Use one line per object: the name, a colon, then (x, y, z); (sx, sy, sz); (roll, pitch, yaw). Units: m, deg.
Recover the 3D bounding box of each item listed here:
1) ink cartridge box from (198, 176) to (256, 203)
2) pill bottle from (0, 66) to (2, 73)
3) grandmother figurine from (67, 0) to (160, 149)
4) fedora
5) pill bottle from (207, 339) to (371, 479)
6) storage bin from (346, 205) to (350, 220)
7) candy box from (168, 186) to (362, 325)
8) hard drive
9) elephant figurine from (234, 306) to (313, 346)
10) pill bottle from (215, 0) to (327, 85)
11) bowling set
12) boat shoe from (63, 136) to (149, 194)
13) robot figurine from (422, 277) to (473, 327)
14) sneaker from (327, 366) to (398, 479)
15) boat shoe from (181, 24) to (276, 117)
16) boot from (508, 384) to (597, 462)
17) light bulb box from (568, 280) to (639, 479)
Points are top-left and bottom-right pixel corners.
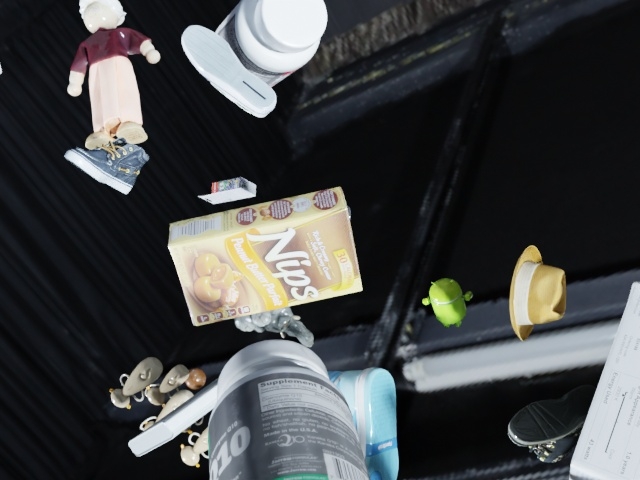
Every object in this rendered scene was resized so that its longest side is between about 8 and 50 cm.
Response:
ink cartridge box: (-0.208, -0.111, 1.854); (0.115, 0.063, 0.029); (-9, -108, 26)
pill bottle: (-0.690, -0.338, 1.591); (0.137, 0.078, 0.078); (-21, -159, -19)
grandmother figurine: (-0.428, -0.360, 1.697); (0.208, 0.342, 0.104); (-14, 163, 1)
fedora: (0.421, 0.102, 1.580); (0.079, 0.194, 0.194); (3, -138, 31)
pill bottle: (-0.045, 0.296, 1.101); (0.204, 0.204, 0.361); (-31, -155, 5)
storage bin: (0.000, 0.000, 1.882); (0.084, 0.180, 0.122); (4, -168, -20)
candy box: (-0.096, 0.030, 1.499); (0.317, 0.182, 0.087); (-12, -147, 1)
hard drive: (-0.246, 0.340, 1.776); (0.307, 0.040, 0.203); (-33, 178, -41)
elephant figurine: (-0.133, 0.169, 2.053); (0.170, 0.239, 0.186); (-14, -110, 11)
pill bottle: (-0.103, -0.416, 1.690); (0.176, 0.176, 0.318); (-42, -168, -17)
bowling set: (-0.350, 0.408, 2.042); (0.154, 0.287, 0.200); (-44, 176, 12)
boat shoe: (-0.353, -0.140, 1.384); (0.083, 0.065, 0.183); (-58, 164, -1)
robot figurine: (0.266, 0.128, 1.738); (0.101, 0.115, 0.067); (-7, -144, 20)
sneaker: (0.053, 0.425, 1.774); (0.208, 0.127, 0.318); (-2, -99, 40)
boat shoe: (-0.187, -0.321, 1.635); (0.083, 0.226, 0.076); (-45, -179, -22)
boot: (0.454, 0.393, 1.670); (0.236, 0.178, 0.085); (-15, -130, -28)
light bulb box: (0.661, 0.315, 1.437); (0.361, 0.225, 0.357); (19, -108, 23)
